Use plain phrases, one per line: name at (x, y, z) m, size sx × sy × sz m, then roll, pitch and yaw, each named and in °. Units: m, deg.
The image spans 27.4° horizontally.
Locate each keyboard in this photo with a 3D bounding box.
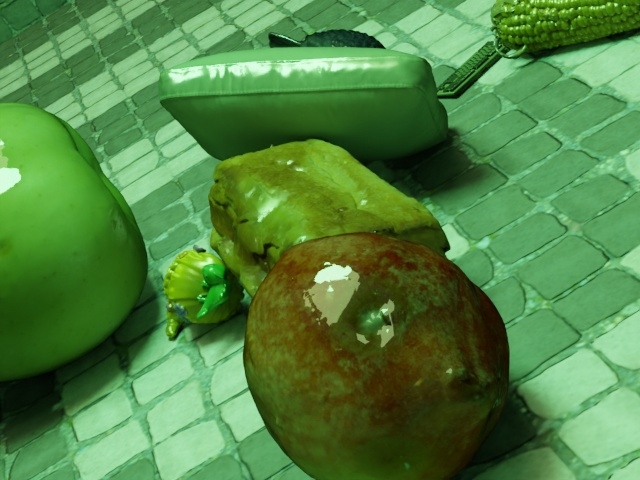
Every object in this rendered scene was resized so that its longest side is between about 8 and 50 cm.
keyboard at (0.207, -0.236, 1.796) m, size 0.129 × 0.015 × 0.049 m, roll -43°, pitch 29°, yaw -24°

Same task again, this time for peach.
peach at (0.056, 0.105, 1.110) m, size 0.232 × 0.232 × 0.257 m, roll -45°, pitch 19°, yaw -27°

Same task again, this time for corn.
corn at (0.350, -0.306, 1.679) m, size 0.293 × 0.106 × 0.106 m, roll -10°, pitch 33°, yaw 38°

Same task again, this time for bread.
bread at (-0.002, 0.006, 1.418) m, size 0.195 × 0.148 × 0.344 m, roll -14°, pitch 24°, yaw -16°

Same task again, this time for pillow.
pillow at (-0.014, -0.160, 1.597) m, size 0.322 × 0.255 × 0.119 m, roll 0°, pitch 78°, yaw 11°

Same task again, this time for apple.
apple at (-0.391, 0.013, 1.613) m, size 0.357 × 0.357 × 0.357 m, roll -24°, pitch 27°, yaw 13°

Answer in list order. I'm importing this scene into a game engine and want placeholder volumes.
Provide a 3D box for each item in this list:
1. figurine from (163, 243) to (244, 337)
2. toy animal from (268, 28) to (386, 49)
figurine at (-0.144, 0.069, 1.536) m, size 0.115 × 0.095 × 0.156 m, roll -66°, pitch 21°, yaw -1°
toy animal at (0.020, -0.218, 1.838) m, size 0.185 × 0.122 × 0.298 m, roll -34°, pitch 37°, yaw 0°
